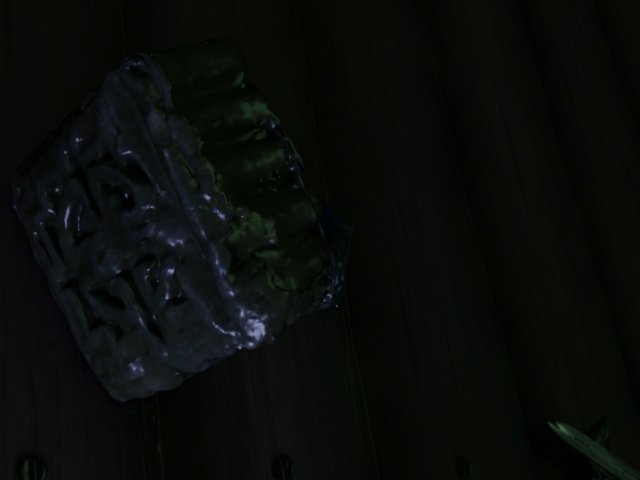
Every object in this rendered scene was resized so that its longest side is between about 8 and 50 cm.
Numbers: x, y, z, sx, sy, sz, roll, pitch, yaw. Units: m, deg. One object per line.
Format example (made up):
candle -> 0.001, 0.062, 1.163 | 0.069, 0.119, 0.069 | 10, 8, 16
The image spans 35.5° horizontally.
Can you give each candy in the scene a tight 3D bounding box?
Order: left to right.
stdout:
candy -> -0.001, 0.000, 1.075 | 0.088, 0.038, 0.136 | 41, 35, -22

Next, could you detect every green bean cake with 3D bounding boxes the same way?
green bean cake -> -0.121, -0.011, 0.814 | 0.132, 0.255, 0.241 | -21, 85, -45

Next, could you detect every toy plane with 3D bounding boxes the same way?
toy plane -> 0.353, 0.275, 1.204 | 0.226, 0.058, 0.226 | 25, 29, -16
